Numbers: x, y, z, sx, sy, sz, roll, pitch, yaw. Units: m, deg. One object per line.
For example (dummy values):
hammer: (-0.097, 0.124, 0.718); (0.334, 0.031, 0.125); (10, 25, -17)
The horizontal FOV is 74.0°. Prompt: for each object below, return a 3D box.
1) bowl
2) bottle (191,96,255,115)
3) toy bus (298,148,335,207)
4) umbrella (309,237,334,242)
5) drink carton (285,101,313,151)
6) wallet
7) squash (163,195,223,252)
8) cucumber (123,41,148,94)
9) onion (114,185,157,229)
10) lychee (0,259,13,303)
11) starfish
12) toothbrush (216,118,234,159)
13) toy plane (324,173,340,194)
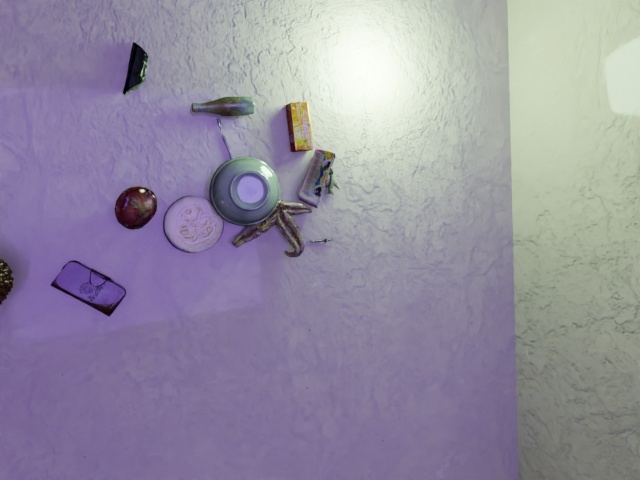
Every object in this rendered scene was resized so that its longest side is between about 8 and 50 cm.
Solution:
bowl: (-0.317, -0.214, 1.832); (0.307, 0.163, 0.307); (-1, 93, -20)
bottle: (-0.424, -0.585, 1.856); (0.270, 0.083, 0.083); (-10, 98, -23)
toy bus: (-0.013, -0.299, 2.047); (0.112, 0.090, 0.274); (19, 84, 6)
umbrella: (0.002, 0.004, 2.123); (0.149, 0.022, 0.022); (-9, 55, -23)
drink carton: (-0.100, -0.536, 2.011); (0.096, 0.071, 0.222); (-10, 99, -23)
wallet: (-0.928, 0.189, 1.717); (0.255, 0.031, 0.137); (36, 79, -22)
squash: (-0.556, -0.068, 1.859); (0.252, 0.049, 0.252); (-3, 97, -24)
cucumber: (-0.747, -0.693, 1.730); (0.070, 0.046, 0.220); (11, 89, -32)
onion: (-0.758, -0.140, 1.716); (0.147, 0.184, 0.184); (20, 84, 19)
lychee: (-1.234, 0.146, 1.425); (0.330, 0.306, 0.306); (-5, 96, -32)
starfish: (-0.254, -0.097, 1.969); (0.432, 0.082, 0.324); (18, 89, -20)
toothbrush: (-0.426, -0.450, 1.903); (0.017, 0.014, 0.194); (-22, 102, -22)
toy plane: (0.049, -0.281, 2.111); (0.102, 0.040, 0.111); (5, 91, -26)
